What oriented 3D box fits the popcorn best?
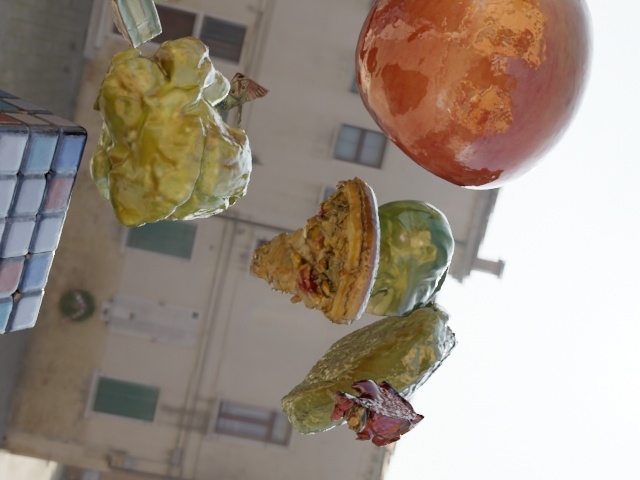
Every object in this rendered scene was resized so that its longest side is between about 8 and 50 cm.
[{"bbox_3d":[-0.222,-0.152,1.475,0.226,0.276,0.276,-19,133,-49],"label":"popcorn"}]

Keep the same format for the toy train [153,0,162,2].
[{"bbox_3d":[-0.199,-0.503,1.878,0.085,0.250,0.053,-76,147,-52],"label":"toy train"}]

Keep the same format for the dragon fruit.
[{"bbox_3d":[0.101,0.296,1.825,0.092,0.192,0.122,-8,-115,42],"label":"dragon fruit"}]

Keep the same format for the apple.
[{"bbox_3d":[0.241,-0.279,1.541,0.364,0.364,0.363,-168,-90,-82],"label":"apple"}]

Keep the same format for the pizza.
[{"bbox_3d":[0.000,0.000,1.800,0.288,0.074,0.251,20,-98,41],"label":"pizza"}]

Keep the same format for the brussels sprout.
[{"bbox_3d":[0.159,0.034,2.037,0.244,0.244,0.244,-168,-90,-82],"label":"brussels sprout"}]

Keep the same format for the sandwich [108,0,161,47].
[{"bbox_3d":[-0.390,-0.484,2.047,0.113,0.079,0.163,53,-11,22],"label":"sandwich"}]

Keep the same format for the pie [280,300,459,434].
[{"bbox_3d":[0.123,0.286,2.210,0.395,0.180,0.418,-29,-179,23],"label":"pie"}]

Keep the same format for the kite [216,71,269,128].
[{"bbox_3d":[-0.154,-0.263,1.975,0.137,0.005,0.152,-20,-114,29],"label":"kite"}]

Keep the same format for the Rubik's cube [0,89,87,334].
[{"bbox_3d":[-0.505,-0.053,1.230,0.293,0.287,0.291,-9,120,-65],"label":"Rubik's cube"}]
